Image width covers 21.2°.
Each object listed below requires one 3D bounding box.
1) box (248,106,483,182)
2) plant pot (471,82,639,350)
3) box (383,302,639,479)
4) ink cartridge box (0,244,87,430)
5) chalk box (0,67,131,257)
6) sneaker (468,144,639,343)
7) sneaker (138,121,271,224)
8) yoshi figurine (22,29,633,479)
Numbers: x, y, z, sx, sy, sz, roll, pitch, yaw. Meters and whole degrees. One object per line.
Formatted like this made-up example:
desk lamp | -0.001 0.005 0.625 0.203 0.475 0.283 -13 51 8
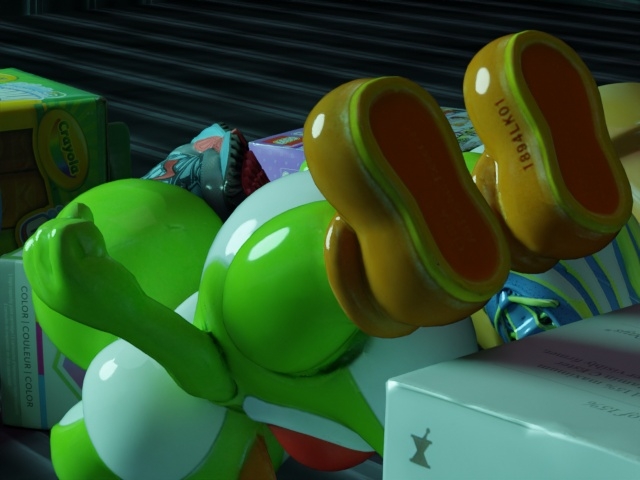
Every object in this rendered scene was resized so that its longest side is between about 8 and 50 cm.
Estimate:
box | 0.092 -0.087 1.748 0.201 0.057 0.293 10 18 34
plant pot | 0.211 0.035 1.025 0.205 0.205 0.188 -7 31 -25
box | 0.218 0.121 0.694 0.345 0.168 0.215 -12 19 -41
ink cartridge box | -0.092 0.064 1.049 0.209 0.109 0.062 4 15 16
chalk box | -0.262 -0.026 1.266 0.289 0.180 0.179 -10 17 -30
sneaker | 0.139 0.065 0.842 0.091 0.240 0.126 -28 24 18
sneaker | -0.102 -0.025 1.457 0.125 0.104 0.262 -31 9 -4
yoshi figurine | -0.039 0.009 0.816 0.203 0.203 0.362 32 -40 -21
